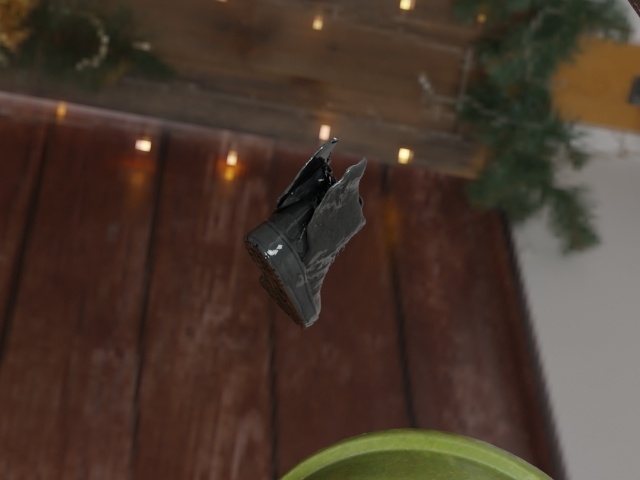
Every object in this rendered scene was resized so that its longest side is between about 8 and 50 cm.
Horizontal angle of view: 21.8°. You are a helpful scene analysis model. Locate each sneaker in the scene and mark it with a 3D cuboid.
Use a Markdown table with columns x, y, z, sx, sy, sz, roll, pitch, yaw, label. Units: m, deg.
| x | y | z | sx | sy | sz | roll | pitch | yaw | label |
| --- | --- | --- | --- | --- | --- | --- | --- | --- | --- |
| -0.002 | -0.002 | 1.124 | 0.089 | 0.051 | 0.170 | -43 | 159 | -9 | sneaker |

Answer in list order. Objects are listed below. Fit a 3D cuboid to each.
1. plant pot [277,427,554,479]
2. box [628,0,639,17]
| x | y | z | sx | sy | sz | roll | pitch | yaw | label |
| --- | --- | --- | --- | --- | --- | --- | --- | --- | --- |
| 0.034 | 0.276 | 0.945 | 0.254 | 0.276 | 0.276 | -35 | 138 | -70 | plant pot |
| 0.317 | -0.114 | 0.956 | 0.165 | 0.143 | 0.270 | -39 | -146 | 5 | box |
